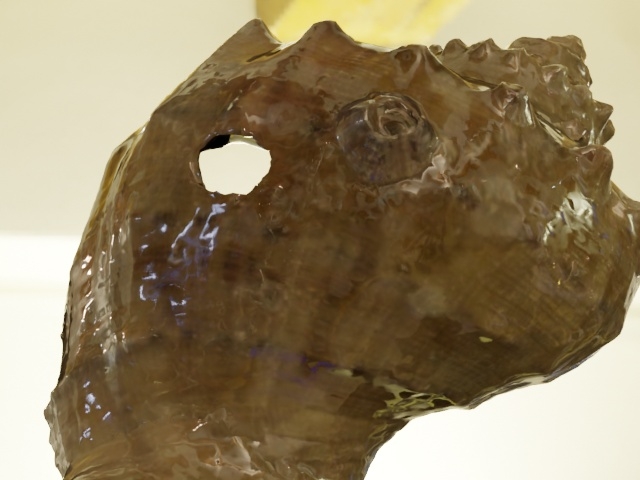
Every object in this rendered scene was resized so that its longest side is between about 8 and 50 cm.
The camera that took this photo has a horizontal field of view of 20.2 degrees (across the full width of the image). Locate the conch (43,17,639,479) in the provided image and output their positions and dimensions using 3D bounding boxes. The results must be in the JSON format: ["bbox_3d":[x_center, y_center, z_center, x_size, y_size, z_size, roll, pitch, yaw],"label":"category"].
[{"bbox_3d":[0.000,-0.010,0.827,0.263,0.186,0.324,24,45,40],"label":"conch"}]
